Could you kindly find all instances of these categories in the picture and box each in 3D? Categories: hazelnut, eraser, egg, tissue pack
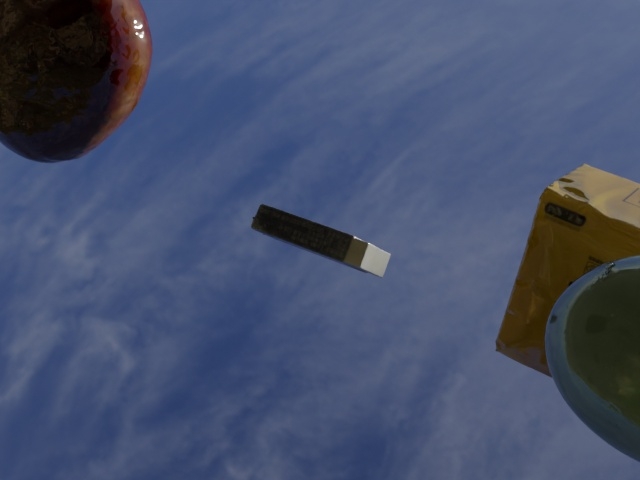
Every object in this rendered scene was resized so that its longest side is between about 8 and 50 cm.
[{"bbox_3d":[-0.253,-0.171,0.875,0.178,0.178,0.204,53,-48,46],"label":"hazelnut"},{"bbox_3d":[0.000,0.000,1.461,0.212,0.092,0.046,20,-93,30],"label":"eraser"},{"bbox_3d":[0.343,0.115,0.844,0.283,0.203,0.203,22,-111,33],"label":"egg"},{"bbox_3d":[0.490,0.094,1.355,0.382,0.293,0.228,24,-151,26],"label":"tissue pack"}]
